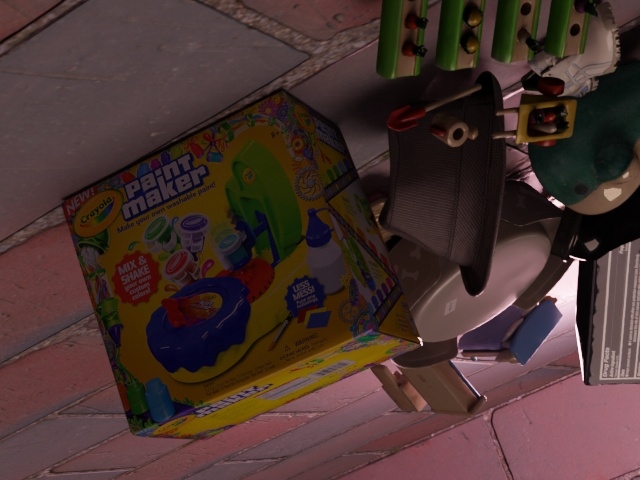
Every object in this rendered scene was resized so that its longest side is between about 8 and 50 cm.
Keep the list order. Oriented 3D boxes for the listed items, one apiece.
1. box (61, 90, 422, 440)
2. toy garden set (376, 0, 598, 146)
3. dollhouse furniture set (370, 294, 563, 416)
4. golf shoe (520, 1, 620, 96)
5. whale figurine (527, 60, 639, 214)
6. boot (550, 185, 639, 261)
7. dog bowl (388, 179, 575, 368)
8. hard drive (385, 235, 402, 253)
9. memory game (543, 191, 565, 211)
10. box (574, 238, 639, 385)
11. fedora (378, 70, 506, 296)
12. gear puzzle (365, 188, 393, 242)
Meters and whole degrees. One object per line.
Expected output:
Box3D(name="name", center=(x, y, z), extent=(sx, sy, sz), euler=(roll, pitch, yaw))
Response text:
Box3D(name="box", center=(-0.087, 0.037, 1.477), extent=(0.290, 0.279, 0.177), euler=(-26, 162, 16))
Box3D(name="toy garden set", center=(0.169, -0.174, 1.304), extent=(0.244, 0.049, 0.204), euler=(-11, 121, -28))
Box3D(name="dollhouse furniture set", center=(0.266, 0.165, 2.631), extent=(0.303, 0.198, 0.286), euler=(-46, -163, -23))
Box3D(name="golf shoe", center=(0.280, -0.205, 1.511), extent=(0.086, 0.069, 0.176), euler=(-10, 160, -11))
Box3D(name="whale figurine", center=(0.354, -0.156, 1.614), extent=(0.141, 0.216, 0.272), euler=(31, 135, -9))
Box3D(name="boot", center=(0.487, -0.037, 1.799), extent=(0.348, 0.260, 0.131), euler=(-37, 144, -43))
Box3D(name="dog bowl", center=(0.225, 0.047, 2.025), extent=(0.349, 0.102, 0.349), euler=(-27, 152, -16))
Box3D(name="hard drive", center=(0.060, 0.063, 2.101), extent=(0.255, 0.054, 0.172), euler=(-34, 158, 36))
Box3D(name="memory game", center=(0.409, -0.067, 2.163), extent=(0.186, 0.012, 0.186), euler=(-18, 162, -6))
Box3D(name="box", center=(0.548, 0.056, 2.056), extent=(0.294, 0.183, 0.296), euler=(-1, 121, 3))
Box3D(name="fedora", center=(0.132, -0.071, 1.515), extent=(0.124, 0.275, 0.243), euler=(6, 122, 2))
Box3D(name="gear puzzle", center=(0.000, 0.000, 1.878), extent=(0.339, 0.044, 0.175), euler=(-28, 163, 33))
